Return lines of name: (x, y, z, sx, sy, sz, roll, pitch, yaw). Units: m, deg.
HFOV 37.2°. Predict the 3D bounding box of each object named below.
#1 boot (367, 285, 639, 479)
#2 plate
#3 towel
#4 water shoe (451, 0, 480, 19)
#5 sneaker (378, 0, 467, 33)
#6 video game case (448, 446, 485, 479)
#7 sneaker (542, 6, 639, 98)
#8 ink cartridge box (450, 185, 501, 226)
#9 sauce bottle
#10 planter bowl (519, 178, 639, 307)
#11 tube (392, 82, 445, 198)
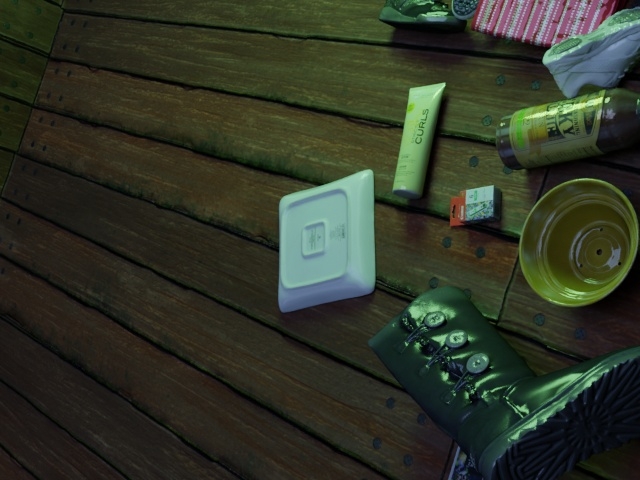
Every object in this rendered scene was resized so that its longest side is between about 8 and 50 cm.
boot: (0.326, 0.203, 1.606, 0.367, 0.146, 0.445, -25, 25, -11)
plate: (0.000, 0.000, 2.064, 0.278, 0.045, 0.277, -15, 67, 40)
towel: (0.430, -0.454, 1.760, 0.274, 0.031, 0.199, 22, 93, 33)
water shoe: (0.333, -0.523, 1.885, 0.073, 0.080, 0.203, 31, 97, 24)
sneaker: (0.221, -0.501, 1.977, 0.227, 0.087, 0.130, 26, 102, 51)
video game case: (0.317, 0.371, 1.657, 0.173, 0.022, 0.190, 16, 90, 45)
sneaker: (0.510, -0.323, 1.651, 0.232, 0.115, 0.090, -23, 25, 15)
ink cartridge box: (0.288, -0.064, 1.815, 0.115, 0.029, 0.063, -8, 72, 42)
sauce bottle: (0.469, -0.200, 1.627, 0.344, 0.111, 0.111, -11, 70, 41)
planter bowl: (0.449, 0.012, 1.592, 0.217, 0.090, 0.217, -15, 68, 40)
tube: (0.195, -0.205, 1.933, 0.070, 0.062, 0.240, 12, 78, 5)
